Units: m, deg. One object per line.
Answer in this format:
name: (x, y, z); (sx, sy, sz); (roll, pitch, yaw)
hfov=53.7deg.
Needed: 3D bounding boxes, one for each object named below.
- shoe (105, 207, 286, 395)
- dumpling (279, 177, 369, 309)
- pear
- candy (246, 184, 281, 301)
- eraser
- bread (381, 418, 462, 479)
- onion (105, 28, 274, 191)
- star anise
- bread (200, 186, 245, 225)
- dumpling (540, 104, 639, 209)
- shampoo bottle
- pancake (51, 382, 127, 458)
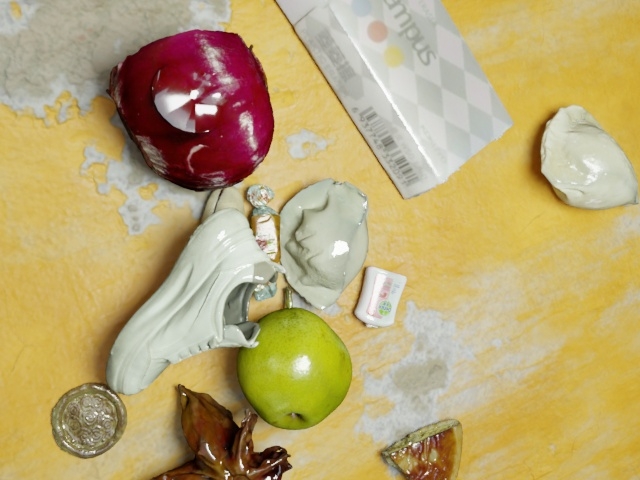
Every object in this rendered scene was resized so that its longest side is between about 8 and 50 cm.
shoe: (-0.161, 0.118, 0.889); (0.159, 0.124, 0.316); (36, 100, 14)
dumpling: (-0.002, 0.002, 0.995); (0.155, 0.111, 0.181); (25, 73, 17)
pear: (-0.041, 0.173, 0.964); (0.166, 0.216, 0.180); (-33, 133, 25)
candy: (-0.089, 0.004, 0.994); (0.053, 0.046, 0.182); (-1, 87, -13)
eraser: (0.122, -0.288, 1.024); (0.213, 0.082, 0.397); (-38, 101, -12)
bread: (0.193, 0.360, 1.082); (0.154, 0.054, 0.136); (45, 81, -18)
onion: (-0.162, -0.172, 0.882); (0.216, 0.206, 0.207); (-24, 98, -13)
star anise: (-0.131, 0.378, 0.950); (0.237, 0.148, 0.347); (-26, 102, 8)
bread: (-0.150, 0.020, 0.973); (0.072, 0.053, 0.215); (0, 92, -12)
dumpling: (0.484, -0.145, 1.119); (0.251, 0.131, 0.180); (9, 65, -25)
shampoo bottle: (0.097, 0.098, 1.050); (0.072, 0.043, 0.099); (18, 87, -16)
pancake: (-0.346, 0.270, 0.946); (0.114, 0.011, 0.115); (0, 90, -15)
